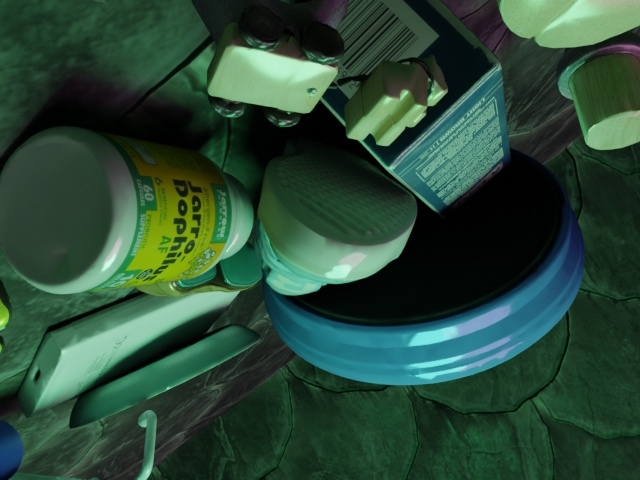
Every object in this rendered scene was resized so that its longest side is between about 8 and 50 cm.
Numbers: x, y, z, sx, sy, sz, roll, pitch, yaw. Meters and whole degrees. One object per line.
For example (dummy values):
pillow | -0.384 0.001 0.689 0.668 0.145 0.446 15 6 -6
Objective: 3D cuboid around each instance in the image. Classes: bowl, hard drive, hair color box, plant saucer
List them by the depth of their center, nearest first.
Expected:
hair color box | 0.076 -0.129 0.611 0.105 0.174 0.347 -43 166 9
bowl | 0.112 -0.001 0.810 0.391 0.391 0.077 -32 129 -19
hard drive | -0.255 0.131 0.940 0.308 0.040 0.203 -24 162 -46
plant saucer | -0.246 0.202 1.048 0.318 0.043 0.317 -24 179 0

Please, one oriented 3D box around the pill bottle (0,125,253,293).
pill bottle | -0.141 -0.022 0.542 0.117 0.117 0.208 -41 166 17

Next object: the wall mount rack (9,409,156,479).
wall mount rack | -0.372 0.316 0.894 0.350 0.130 0.304 17 133 -25

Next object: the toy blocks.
toy blocks | 0.112 -0.229 0.323 0.289 0.260 0.309 7 154 -24

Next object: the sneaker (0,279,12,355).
sneaker | -0.371 0.113 0.493 0.300 0.111 0.121 -44 152 15

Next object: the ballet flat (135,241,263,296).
ballet flat | -0.152 0.032 0.843 0.073 0.080 0.232 -12 174 22

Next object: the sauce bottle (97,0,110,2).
sauce bottle | -0.087 -0.174 0.324 0.042 0.042 0.128 -19 156 -53

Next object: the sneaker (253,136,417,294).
sneaker | 0.000 0.000 0.629 0.366 0.135 0.150 -82 -172 -76

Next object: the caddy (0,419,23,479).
caddy | -0.407 0.330 0.634 0.341 0.241 0.179 -40 171 10
